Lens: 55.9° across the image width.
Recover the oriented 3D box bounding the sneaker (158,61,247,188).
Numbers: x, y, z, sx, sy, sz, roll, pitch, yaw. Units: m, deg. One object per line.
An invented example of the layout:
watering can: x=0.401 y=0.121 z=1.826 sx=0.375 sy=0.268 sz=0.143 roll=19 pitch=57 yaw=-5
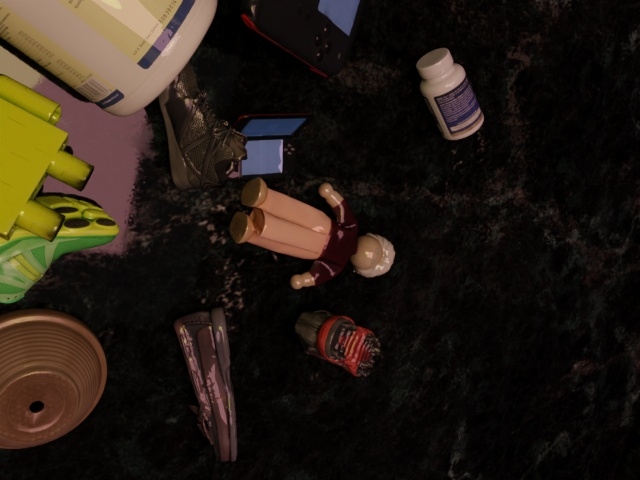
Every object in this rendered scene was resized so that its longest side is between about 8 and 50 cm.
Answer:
sneaker: x=-0.180 y=-0.190 z=0.950 sx=0.130 sy=0.087 sz=0.228 roll=1 pitch=115 yaw=12

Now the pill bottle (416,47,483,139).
pill bottle: x=0.258 y=-0.295 z=1.215 sx=0.094 sy=0.094 sz=0.169 roll=-43 pitch=123 yaw=-13

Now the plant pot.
plant pot: x=-0.449 y=0.233 z=0.943 sx=0.237 sy=0.109 sz=0.238 roll=-10 pitch=110 yaw=-30

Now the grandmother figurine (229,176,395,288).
grandmother figurine: x=0.000 y=0.000 z=1.152 sx=0.342 sy=0.104 sz=0.208 roll=17 pitch=106 yaw=-32

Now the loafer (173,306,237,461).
loafer: x=-0.210 y=0.272 z=1.121 sx=0.095 sy=0.109 sz=0.303 roll=-6 pitch=103 yaw=-10

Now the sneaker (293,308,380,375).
sneaker: x=0.032 y=0.207 z=1.242 sx=0.276 sy=0.135 sz=0.098 roll=43 pitch=68 yaw=-57

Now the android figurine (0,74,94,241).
android figurine: x=-0.460 y=-0.111 z=0.808 sx=0.272 sy=0.056 sz=0.248 roll=26 pitch=70 yaw=-16

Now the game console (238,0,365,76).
game console: x=0.015 y=-0.469 z=0.921 sx=0.342 sy=0.060 sz=0.387 roll=-6 pitch=113 yaw=-72

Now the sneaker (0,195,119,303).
sneaker: x=-0.449 y=0.019 z=0.891 sx=0.295 sy=0.109 sz=0.124 roll=-18 pitch=133 yaw=-25

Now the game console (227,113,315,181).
game console: x=-0.089 y=-0.161 z=1.050 sx=0.143 sy=0.085 sz=0.124 roll=-8 pitch=109 yaw=-29

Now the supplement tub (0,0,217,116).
supplement tub: x=-0.320 y=-0.340 z=0.759 sx=0.324 sy=0.235 sz=0.235 roll=37 pitch=85 yaw=-35
